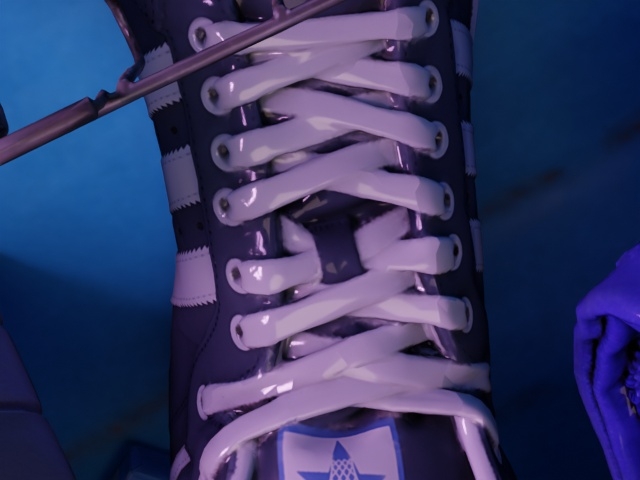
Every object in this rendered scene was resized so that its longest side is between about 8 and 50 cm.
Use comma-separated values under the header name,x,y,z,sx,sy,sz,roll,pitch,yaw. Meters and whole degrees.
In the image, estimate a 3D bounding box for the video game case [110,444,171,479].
name,x,y,z,sx,sy,sz,roll,pitch,yaw
video game case,-0.045,0.148,0.591,0.119,0.015,0.166,21,119,-20

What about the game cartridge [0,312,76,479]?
name,x,y,z,sx,sy,sz,roll,pitch,yaw
game cartridge,-0.124,0.208,0.492,0.068,0.230,0.355,2,124,-26

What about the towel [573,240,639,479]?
name,x,y,z,sx,sy,sz,roll,pitch,yaw
towel,0.204,0.030,0.421,0.308,0.076,0.228,-34,129,-22

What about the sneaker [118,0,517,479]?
name,x,y,z,sx,sy,sz,roll,pitch,yaw
sneaker,0.000,0.000,0.412,0.099,0.153,0.282,-6,124,-4

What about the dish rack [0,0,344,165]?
name,x,y,z,sx,sy,sz,roll,pitch,yaw
dish rack,-0.032,-0.128,0.329,0.271,0.074,0.208,-26,94,2
